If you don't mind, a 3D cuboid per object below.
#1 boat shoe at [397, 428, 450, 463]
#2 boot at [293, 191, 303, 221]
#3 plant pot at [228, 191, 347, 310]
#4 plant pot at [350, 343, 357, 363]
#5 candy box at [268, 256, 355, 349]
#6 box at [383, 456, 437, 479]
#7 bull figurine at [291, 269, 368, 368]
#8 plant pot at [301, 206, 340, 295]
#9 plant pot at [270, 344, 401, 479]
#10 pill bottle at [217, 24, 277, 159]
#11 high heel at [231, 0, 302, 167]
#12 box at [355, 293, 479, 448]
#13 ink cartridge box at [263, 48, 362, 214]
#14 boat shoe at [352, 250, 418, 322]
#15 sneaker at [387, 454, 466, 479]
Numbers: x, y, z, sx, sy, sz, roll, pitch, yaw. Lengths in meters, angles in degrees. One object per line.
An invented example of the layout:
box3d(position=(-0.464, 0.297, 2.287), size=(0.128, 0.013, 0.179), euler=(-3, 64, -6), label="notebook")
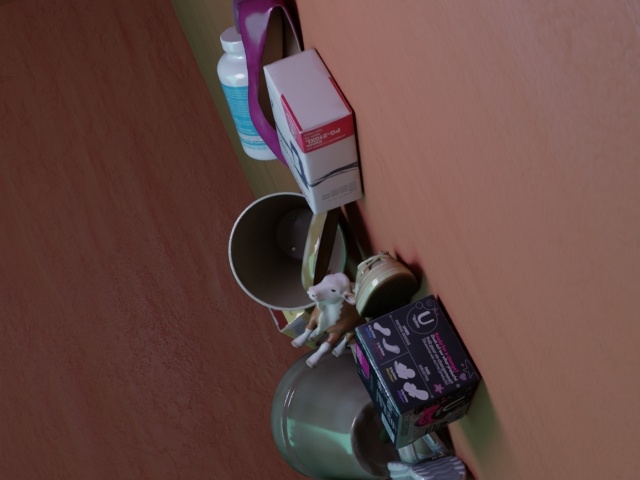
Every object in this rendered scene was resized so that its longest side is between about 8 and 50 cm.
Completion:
box3d(position=(0.177, 0.292, 1.768), size=(0.118, 0.103, 0.321), euler=(-82, -20, -67), label="boat shoe")
box3d(position=(-0.023, -0.020, 2.340), size=(0.207, 0.090, 0.248), euler=(56, 173, -10), label="boot")
box3d(position=(-0.055, 0.004, 2.070), size=(0.274, 0.256, 0.257), euler=(-54, -58, -79), label="plant pot")
box3d(position=(0.136, 0.264, 1.903), size=(0.109, 0.096, 0.109), euler=(-132, 20, -67), label="plant pot")
box3d(position=(-0.014, 0.181, 2.263), size=(0.316, 0.087, 0.183), euler=(35, -159, -49), label="candy box")
box3d(position=(0.163, 0.624, 1.983), size=(0.154, 0.299, 0.142), euler=(-122, 12, -53), label="box")
box3d(position=(0.034, 0.148, 1.805), size=(0.101, 0.188, 0.310), euler=(41, -169, 18), label="bull figurine")
box3d(position=(0.000, 0.000, 1.805), size=(0.236, 0.032, 0.237), euler=(12, -90, -83), label="plant pot")
box3d(position=(0.085, 0.417, 2.070), size=(0.280, 0.323, 0.323), euler=(4, 118, 64), label="plant pot")
box3d(position=(-0.122, -0.306, 1.853), size=(0.146, 0.146, 0.264), euler=(-123, 12, -53), label="pill bottle")
box3d(position=(-0.068, -0.278, 1.687), size=(0.181, 0.127, 0.377), euler=(39, 156, 60), label="high heel")
box3d(position=(0.154, 0.221, 1.490), size=(0.247, 0.142, 0.163), euler=(82, 163, -65), label="box")
box3d(position=(-0.010, -0.186, 1.601), size=(0.237, 0.100, 0.172), euler=(79, 167, -56), label="ink cartridge box")
box3d(position=(0.100, 0.072, 1.579), size=(0.302, 0.109, 0.098), euler=(72, 174, -76), label="boat shoe")
box3d(position=(0.225, 0.495, 1.817), size=(0.281, 0.105, 0.115), euler=(144, 113, -75), label="sneaker")
